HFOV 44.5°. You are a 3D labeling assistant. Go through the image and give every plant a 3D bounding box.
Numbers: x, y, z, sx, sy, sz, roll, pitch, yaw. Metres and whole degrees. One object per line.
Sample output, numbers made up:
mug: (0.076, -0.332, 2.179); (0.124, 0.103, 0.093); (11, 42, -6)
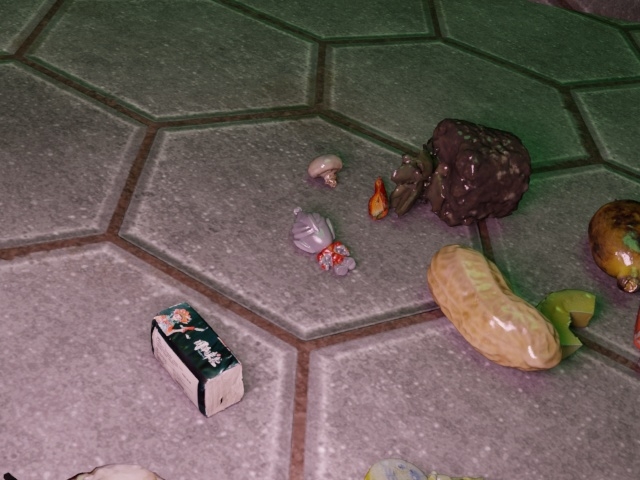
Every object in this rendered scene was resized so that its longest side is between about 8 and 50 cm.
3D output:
plant: (0.298, -0.153, 1.777); (0.312, 0.215, 0.213); (-1, 43, -13)

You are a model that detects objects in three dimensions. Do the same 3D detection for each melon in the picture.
melon: (0.476, 0.162, 1.554); (0.118, 0.064, 0.209); (26, 41, 8)

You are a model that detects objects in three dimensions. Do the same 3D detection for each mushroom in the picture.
mushroom: (0.015, -0.160, 1.827); (0.085, 0.085, 0.079); (-16, 88, -32)

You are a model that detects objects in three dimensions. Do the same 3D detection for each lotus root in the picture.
lotus root: (0.691, 0.005, 1.748); (0.169, 0.141, 0.314); (11, 38, 4)

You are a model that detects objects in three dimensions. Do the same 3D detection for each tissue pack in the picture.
tissue pack: (-0.203, 0.191, 1.276); (0.090, 0.103, 0.170); (-27, 52, -32)

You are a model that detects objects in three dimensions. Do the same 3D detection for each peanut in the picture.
peanut: (0.324, 0.132, 1.485); (0.153, 0.140, 0.325); (-3, 39, -46)

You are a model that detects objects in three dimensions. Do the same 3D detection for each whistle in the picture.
whistle: (0.158, 0.381, 1.188); (0.198, 0.057, 0.104); (7, 32, -21)

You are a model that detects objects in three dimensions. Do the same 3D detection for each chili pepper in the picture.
chili pepper: (0.134, -0.096, 1.800); (0.045, 0.027, 0.178); (-22, 34, 19)

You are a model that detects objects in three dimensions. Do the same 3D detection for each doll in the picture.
doll: (0.000, 0.000, 1.610); (0.094, 0.079, 0.180); (-35, 69, -16)

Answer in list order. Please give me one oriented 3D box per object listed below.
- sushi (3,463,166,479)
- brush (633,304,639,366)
sushi: (-0.318, 0.400, 0.901); (0.234, 0.207, 0.349); (27, 32, 36)
brush: (0.689, 0.172, 1.616); (0.070, 0.051, 0.323); (32, 38, 13)
